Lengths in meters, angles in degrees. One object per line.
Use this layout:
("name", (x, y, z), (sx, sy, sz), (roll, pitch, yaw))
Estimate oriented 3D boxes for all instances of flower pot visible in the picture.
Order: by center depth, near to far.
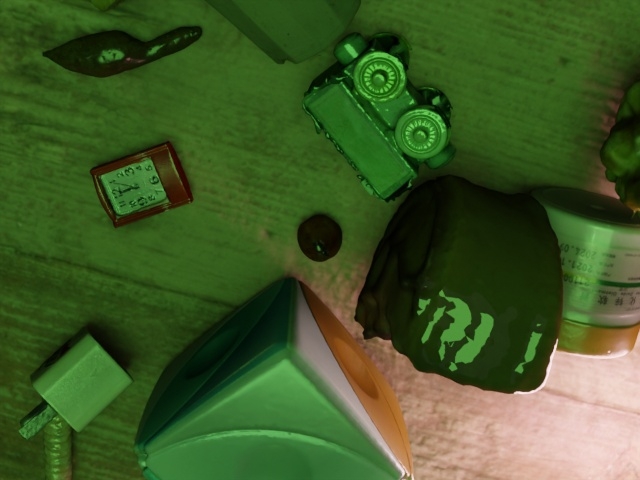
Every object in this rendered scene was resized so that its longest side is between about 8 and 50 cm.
("flower pot", (-0.079, -0.423, 1.536), (0.290, 0.290, 0.259), (-39, 129, 11))

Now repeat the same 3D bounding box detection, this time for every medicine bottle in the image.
("medicine bottle", (0.441, 0.050, 1.710), (0.237, 0.238, 0.232), (9, 108, -4))

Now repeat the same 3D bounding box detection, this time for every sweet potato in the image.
("sweet potato", (-0.327, -0.311, 1.669), (0.269, 0.075, 0.075), (-9, 108, -2))

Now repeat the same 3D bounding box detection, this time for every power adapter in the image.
("power adapter", (-0.451, 0.270, 1.794), (0.205, 0.130, 0.125), (-43, 106, -13))

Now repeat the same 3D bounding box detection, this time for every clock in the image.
("clock", (-0.309, -0.098, 1.748), (0.155, 0.061, 0.113), (-18, 108, 9))

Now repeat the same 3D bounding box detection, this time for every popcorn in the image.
("popcorn", (0.593, -0.164, 1.618), (0.312, 0.312, 0.312), (0, 108, -1))

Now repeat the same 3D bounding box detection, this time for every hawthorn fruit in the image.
("hawthorn fruit", (0.000, 0.000, 1.764), (0.081, 0.093, 0.081), (-1, 108, -2))

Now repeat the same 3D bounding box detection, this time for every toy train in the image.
("toy train", (0.101, -0.211, 1.669), (0.188, 0.159, 0.272), (-36, 105, 20))

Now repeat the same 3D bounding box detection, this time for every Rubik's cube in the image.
("Rubik's cube", (-0.075, 0.317, 1.735), (0.351, 0.347, 0.352), (-35, 106, 10))

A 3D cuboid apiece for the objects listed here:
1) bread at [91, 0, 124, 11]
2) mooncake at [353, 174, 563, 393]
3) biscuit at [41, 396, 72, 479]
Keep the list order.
("bread", (-0.302, -0.422, 1.607), (0.156, 0.117, 0.064), (-27, 108, 8))
("mooncake", (0.207, 0.094, 1.643), (0.246, 0.393, 0.394), (16, 141, -11))
("biscuit", (-0.496, 0.368, 1.899), (0.055, 0.061, 0.219), (18, 112, 41))
